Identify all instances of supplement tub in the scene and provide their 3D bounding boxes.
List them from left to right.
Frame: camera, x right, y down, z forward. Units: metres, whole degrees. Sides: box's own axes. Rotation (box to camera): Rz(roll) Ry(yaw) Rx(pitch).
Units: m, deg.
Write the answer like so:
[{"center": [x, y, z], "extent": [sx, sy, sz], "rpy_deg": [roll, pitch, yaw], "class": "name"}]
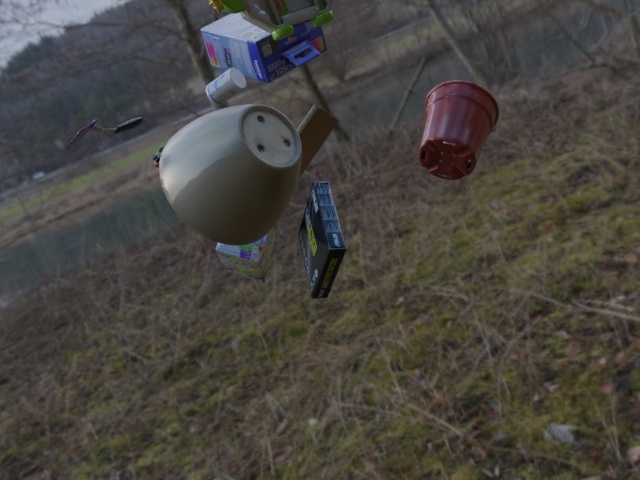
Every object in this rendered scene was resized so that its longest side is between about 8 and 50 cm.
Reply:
[{"center": [-0.278, -0.452, 2.001], "extent": [0.107, 0.071, 0.071], "rpy_deg": [-27, 8, 33], "class": "supplement tub"}]

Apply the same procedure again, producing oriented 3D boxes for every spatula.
[{"center": [-0.554, -0.290, 1.774], "extent": [0.084, 0.030, 0.296], "rpy_deg": [-37, -1, 28], "class": "spatula"}]

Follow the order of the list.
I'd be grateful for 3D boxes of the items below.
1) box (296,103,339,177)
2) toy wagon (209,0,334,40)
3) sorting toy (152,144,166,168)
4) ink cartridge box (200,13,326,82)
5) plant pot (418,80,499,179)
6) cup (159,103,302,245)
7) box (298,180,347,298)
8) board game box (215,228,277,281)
[{"center": [-0.037, -0.267, 1.862], "extent": [0.201, 0.021, 0.164], "rpy_deg": [-55, -18, 10], "class": "box"}, {"center": [-0.123, -0.617, 1.627], "extent": [0.344, 0.267, 0.068], "rpy_deg": [-27, 10, -24], "class": "toy wagon"}, {"center": [-0.495, -0.256, 2.150], "extent": [0.061, 0.042, 0.102], "rpy_deg": [-13, 43, 19], "class": "sorting toy"}, {"center": [-0.171, -0.656, 2.239], "extent": [0.270, 0.151, 0.395], "rpy_deg": [-36, 39, -25], "class": "ink cartridge box"}, {"center": [0.474, -0.375, 2.415], "extent": [0.272, 0.272, 0.265], "rpy_deg": [-12, 43, 39], "class": "plant pot"}, {"center": [-0.175, -0.184, 1.597], "extent": [0.331, 0.331, 0.237], "rpy_deg": [-34, 0, -44], "class": "cup"}, {"center": [0.000, 0.000, 1.489], "extent": [0.045, 0.191, 0.184], "rpy_deg": [-2, -37, -14], "class": "box"}, {"center": [-0.234, 0.022, 2.200], "extent": [0.144, 0.142, 0.275], "rpy_deg": [16, -16, 4], "class": "board game box"}]
